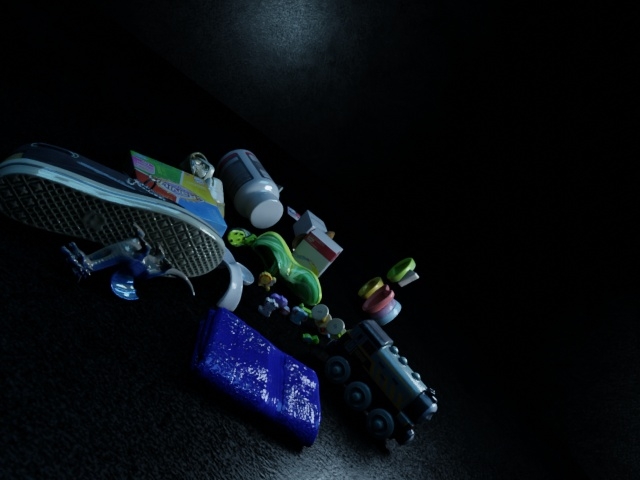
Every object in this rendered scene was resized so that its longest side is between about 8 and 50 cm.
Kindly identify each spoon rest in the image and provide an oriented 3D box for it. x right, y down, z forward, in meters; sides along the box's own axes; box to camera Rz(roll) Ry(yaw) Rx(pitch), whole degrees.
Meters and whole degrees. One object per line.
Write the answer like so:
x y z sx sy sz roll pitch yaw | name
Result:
-0.267 0.061 1.343 0.137 0.084 0.276 29 20 -45 | spoon rest

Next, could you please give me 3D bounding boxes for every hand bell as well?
0.000 0.000 2.036 0.126 0.126 0.242 45 31 9 | hand bell

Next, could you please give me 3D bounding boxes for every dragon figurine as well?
-0.383 0.060 1.021 0.085 0.144 0.289 50 -4 33 | dragon figurine

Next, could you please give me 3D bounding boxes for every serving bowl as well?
-0.230 0.099 1.444 0.083 0.027 0.083 40 13 -12 | serving bowl

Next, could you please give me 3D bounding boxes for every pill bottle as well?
-0.263 -0.193 1.918 0.176 0.176 0.318 27 21 -47 | pill bottle

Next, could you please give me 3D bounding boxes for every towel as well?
-0.127 0.281 1.086 0.308 0.076 0.227 37 14 -20 | towel

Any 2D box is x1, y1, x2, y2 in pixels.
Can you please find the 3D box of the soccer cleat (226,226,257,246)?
-0.267 -0.016 1.645 0.072 0.060 0.179 37 5 20 | soccer cleat

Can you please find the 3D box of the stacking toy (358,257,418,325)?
0.305 0.220 2.072 0.130 0.279 0.309 51 11 -10 | stacking toy

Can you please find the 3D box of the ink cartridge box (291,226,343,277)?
-0.031 0.063 1.795 0.127 0.176 0.128 41 13 3 | ink cartridge box

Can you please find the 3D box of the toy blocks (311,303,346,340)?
0.034 0.269 1.514 0.123 0.054 0.148 40 -19 34 | toy blocks

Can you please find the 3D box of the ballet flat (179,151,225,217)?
-0.385 -0.185 1.692 0.123 0.123 0.348 28 20 -45 | ballet flat

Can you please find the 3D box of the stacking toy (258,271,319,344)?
-0.092 0.198 1.481 0.221 0.052 0.167 38 15 -21 | stacking toy

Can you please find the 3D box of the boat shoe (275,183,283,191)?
-0.226 -0.225 2.313 0.069 0.081 0.227 44 16 -12 | boat shoe

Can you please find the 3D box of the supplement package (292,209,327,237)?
-0.042 -0.036 2.205 0.105 0.105 0.179 36 15 -23 | supplement package

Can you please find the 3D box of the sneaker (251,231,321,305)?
-0.118 0.105 1.637 0.295 0.109 0.123 47 37 12 | sneaker

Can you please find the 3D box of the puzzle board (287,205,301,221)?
-0.108 -0.112 2.446 0.128 0.011 0.096 37 15 -18 | puzzle board

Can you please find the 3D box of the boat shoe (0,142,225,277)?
-0.422 -0.061 1.088 0.500 0.187 0.156 25 27 -37 | boat shoe

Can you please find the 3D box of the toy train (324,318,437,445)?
0.155 0.371 1.352 0.334 0.190 0.142 49 16 24 | toy train

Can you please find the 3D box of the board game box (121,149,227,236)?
-0.412 -0.123 1.408 0.242 0.064 0.316 21 19 -35 | board game box
